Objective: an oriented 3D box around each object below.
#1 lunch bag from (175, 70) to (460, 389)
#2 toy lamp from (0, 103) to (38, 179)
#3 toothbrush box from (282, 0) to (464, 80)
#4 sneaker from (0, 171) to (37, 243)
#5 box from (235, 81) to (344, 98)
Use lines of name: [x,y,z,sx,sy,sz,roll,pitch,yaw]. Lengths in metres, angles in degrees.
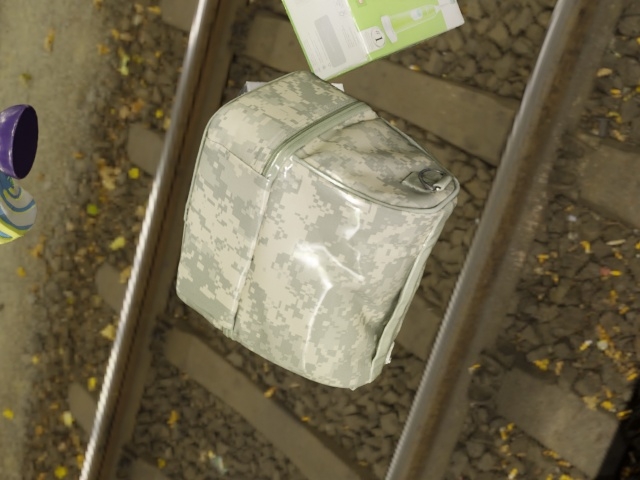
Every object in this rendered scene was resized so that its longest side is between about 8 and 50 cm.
lunch bag: [0.000,0.000,0.998,0.256,0.212,0.305,35,129,20]
toy lamp: [-0.407,-0.107,0.808,0.275,0.080,0.080,10,90,0]
toothbrush box: [0.078,-0.390,1.375,0.122,0.283,0.206,-15,103,45]
sneaker: [-0.364,-0.064,0.956,0.126,0.240,0.091,-38,79,14]
box: [-0.037,-0.098,1.309,0.142,0.163,0.247,142,121,-62]
